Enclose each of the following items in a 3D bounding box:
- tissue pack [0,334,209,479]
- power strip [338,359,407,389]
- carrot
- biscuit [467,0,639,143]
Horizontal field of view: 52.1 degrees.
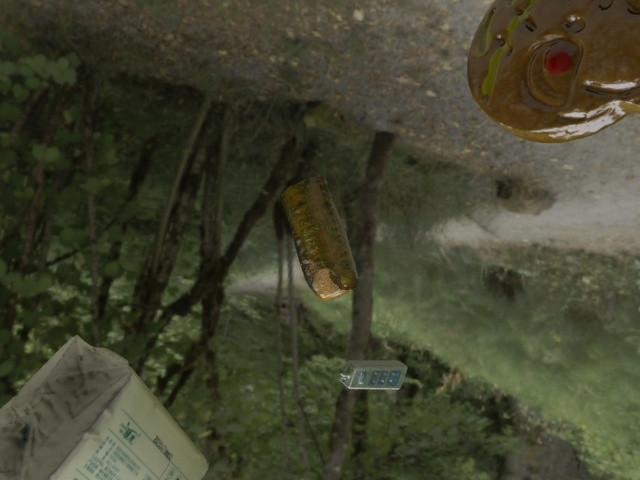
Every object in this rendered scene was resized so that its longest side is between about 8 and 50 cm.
[{"bbox_3d":[-0.394,0.397,1.156,0.207,0.297,0.380,17,143,30],"label":"tissue pack"},{"bbox_3d":[0.053,0.135,0.658,0.083,0.027,0.017,8,-168,-37],"label":"power strip"},{"bbox_3d":[0.000,0.000,0.952,0.082,0.173,0.082,-16,169,-3],"label":"carrot"},{"bbox_3d":[0.376,-0.293,0.857,0.070,0.350,0.394,23,122,-42],"label":"biscuit"}]
